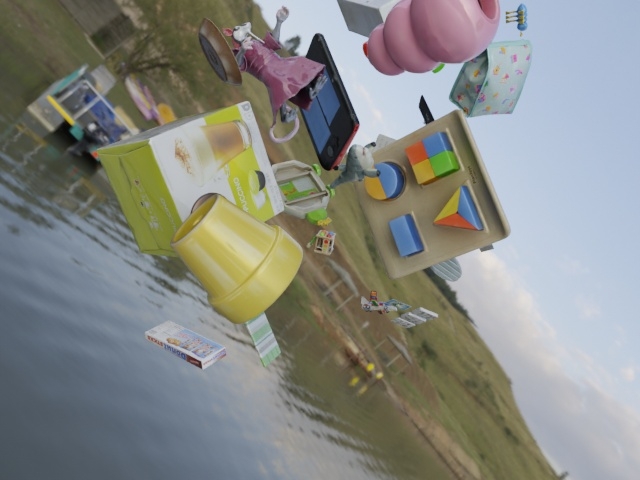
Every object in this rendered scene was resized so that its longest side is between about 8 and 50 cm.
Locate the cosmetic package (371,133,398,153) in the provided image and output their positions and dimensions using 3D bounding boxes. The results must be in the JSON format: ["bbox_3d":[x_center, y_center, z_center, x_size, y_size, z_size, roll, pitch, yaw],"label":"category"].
[{"bbox_3d":[0.239,-0.201,1.580,0.183,0.151,0.151,23,6,16],"label":"cosmetic package"}]

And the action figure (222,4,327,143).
[{"bbox_3d":[-0.158,-0.537,1.675,0.370,0.248,0.276,42,-35,15],"label":"action figure"}]

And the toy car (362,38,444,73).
[{"bbox_3d":[0.274,-0.581,1.583,0.225,0.239,0.053,37,37,-12],"label":"toy car"}]

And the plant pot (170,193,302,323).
[{"bbox_3d":[-0.211,0.027,1.279,0.239,0.254,0.254,46,-1,-21],"label":"plant pot"}]

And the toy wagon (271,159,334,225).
[{"bbox_3d":[-0.074,-0.179,2.168,0.344,0.267,0.068,58,-33,23],"label":"toy wagon"}]

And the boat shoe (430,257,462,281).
[{"bbox_3d":[0.357,0.037,1.697,0.226,0.083,0.076,43,14,-17],"label":"boat shoe"}]

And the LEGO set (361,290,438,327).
[{"bbox_3d":[0.254,0.226,1.858,0.244,0.060,0.182,23,-29,-18],"label":"LEGO set"}]

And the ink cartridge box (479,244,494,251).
[{"bbox_3d":[0.647,-0.151,2.205,0.308,0.091,0.385,28,43,-82],"label":"ink cartridge box"}]

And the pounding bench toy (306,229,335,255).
[{"bbox_3d":[0.000,0.000,1.709,0.083,0.065,0.052,13,23,11],"label":"pounding bench toy"}]

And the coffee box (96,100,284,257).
[{"bbox_3d":[-0.371,-0.171,1.557,0.338,0.334,0.338,4,-61,46],"label":"coffee box"}]

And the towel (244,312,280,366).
[{"bbox_3d":[-0.181,0.301,1.662,0.113,0.023,0.152,-27,95,-65],"label":"towel"}]

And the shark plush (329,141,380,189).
[{"bbox_3d":[0.057,-0.150,1.076,0.161,0.067,0.073,162,-72,-64],"label":"shark plush"}]

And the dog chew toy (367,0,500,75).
[{"bbox_3d":[0.245,-0.490,1.268,0.331,0.207,0.207,-12,-55,48],"label":"dog chew toy"}]

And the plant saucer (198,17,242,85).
[{"bbox_3d":[-0.283,-0.509,1.487,0.199,0.036,0.199,52,-12,16],"label":"plant saucer"}]

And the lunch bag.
[{"bbox_3d":[0.610,-0.584,1.908,0.160,0.223,0.262,59,-31,38],"label":"lunch bag"}]

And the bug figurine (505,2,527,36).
[{"bbox_3d":[0.650,-0.848,1.920,0.279,0.072,0.216,-134,-152,-55],"label":"bug figurine"}]

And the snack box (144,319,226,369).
[{"bbox_3d":[-0.277,0.209,1.100,0.178,0.064,0.022,16,-64,34],"label":"snack box"}]

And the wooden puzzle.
[{"bbox_3d":[0.239,-0.100,1.306,0.080,0.347,0.322,-10,78,-54],"label":"wooden puzzle"}]

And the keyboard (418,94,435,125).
[{"bbox_3d":[0.454,-0.503,2.224,0.100,0.038,0.192,95,-19,-63],"label":"keyboard"}]

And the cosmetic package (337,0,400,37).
[{"bbox_3d":[0.239,-0.879,2.027,0.156,0.217,0.385,59,-6,-38],"label":"cosmetic package"}]

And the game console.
[{"bbox_3d":[0.012,-0.475,1.917,0.342,0.060,0.387,121,-49,-67],"label":"game console"}]
